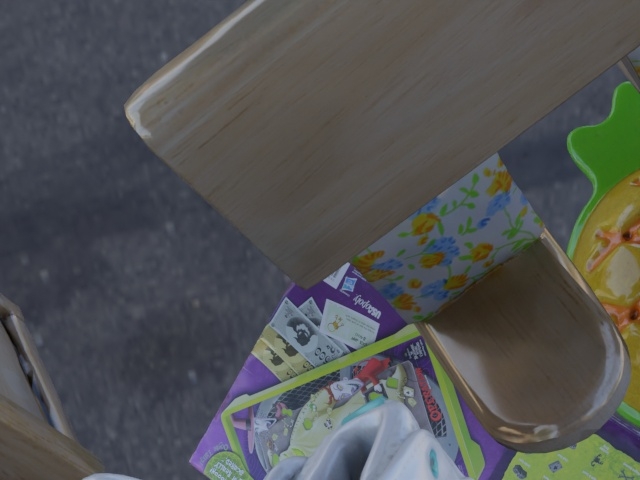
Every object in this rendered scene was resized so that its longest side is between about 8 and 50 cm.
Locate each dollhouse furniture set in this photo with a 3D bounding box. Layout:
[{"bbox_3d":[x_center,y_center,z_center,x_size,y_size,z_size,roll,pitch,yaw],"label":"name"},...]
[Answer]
[{"bbox_3d":[0.000,0.000,0.588,0.394,0.362,0.256,-37,52,7],"label":"dollhouse furniture set"}]

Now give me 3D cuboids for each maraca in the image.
[{"bbox_3d":[0.178,0.005,0.895,0.127,0.099,0.185,-6,69,8],"label":"maraca"}]

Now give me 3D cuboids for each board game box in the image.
[{"bbox_3d":[0.076,0.160,1.320,0.347,0.056,0.208,34,92,36],"label":"board game box"}]

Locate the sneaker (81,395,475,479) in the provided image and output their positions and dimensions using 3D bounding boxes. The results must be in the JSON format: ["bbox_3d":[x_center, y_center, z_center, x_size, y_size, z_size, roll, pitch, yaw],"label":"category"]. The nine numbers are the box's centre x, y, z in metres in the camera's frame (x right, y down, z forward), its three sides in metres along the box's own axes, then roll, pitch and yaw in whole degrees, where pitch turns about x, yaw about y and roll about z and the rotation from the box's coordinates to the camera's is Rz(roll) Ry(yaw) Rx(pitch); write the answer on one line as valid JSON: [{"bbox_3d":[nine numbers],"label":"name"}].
[{"bbox_3d":[0.028,0.081,0.405,0.080,0.212,0.094,-19,74,34],"label":"sneaker"}]
